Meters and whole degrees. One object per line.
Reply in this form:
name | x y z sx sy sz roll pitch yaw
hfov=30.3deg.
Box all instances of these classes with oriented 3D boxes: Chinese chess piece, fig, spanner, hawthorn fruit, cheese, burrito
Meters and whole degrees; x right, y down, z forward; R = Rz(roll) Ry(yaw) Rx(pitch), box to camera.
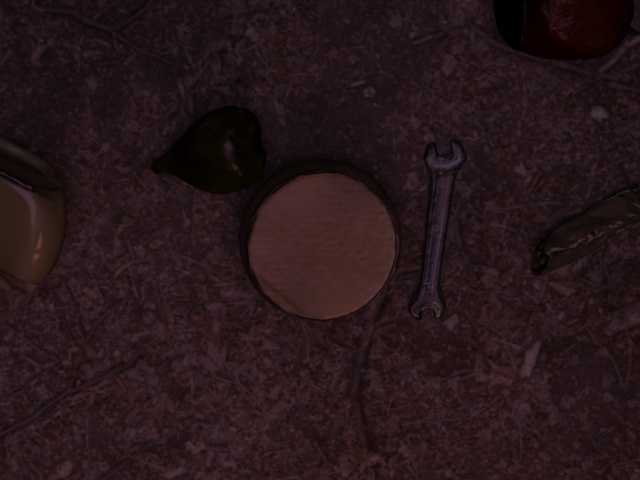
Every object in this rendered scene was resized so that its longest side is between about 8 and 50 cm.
Chinese chess piece | 0.000 0.000 1.861 0.257 0.104 0.257 -1 102 -3
fig | -0.168 -0.144 1.830 0.127 0.184 0.133 -52 134 -29
spanner | 0.189 -0.014 1.915 0.071 0.017 0.302 4 101 -4
hawthorn fruit | 0.382 -0.347 1.775 0.251 0.189 0.190 20 100 -16
cheese | -0.521 -0.038 1.812 0.266 0.127 0.233 26 103 -6
burrito | 0.437 -0.015 1.910 0.229 0.058 0.063 -31 107 6
